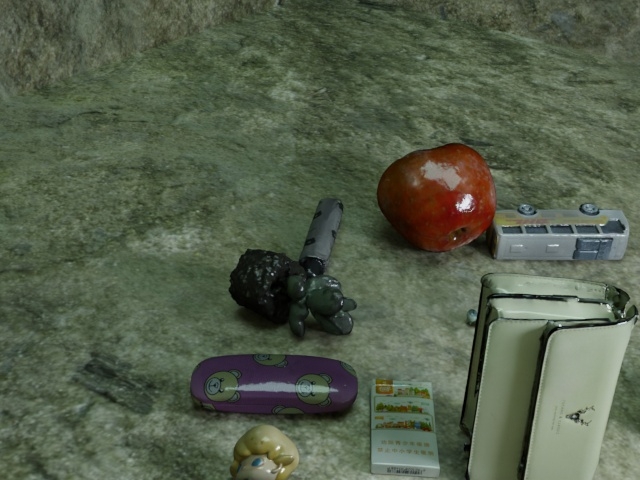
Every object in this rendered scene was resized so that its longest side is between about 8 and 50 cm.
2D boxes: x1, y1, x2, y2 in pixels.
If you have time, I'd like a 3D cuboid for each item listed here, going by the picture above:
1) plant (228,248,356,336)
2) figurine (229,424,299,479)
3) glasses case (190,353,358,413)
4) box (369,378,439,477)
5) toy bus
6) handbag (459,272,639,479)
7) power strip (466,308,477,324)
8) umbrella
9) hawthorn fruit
[{"bbox_3d":[-0.056,0.117,1.811,0.275,0.146,0.149,21,80,24],"label":"plant"},{"bbox_3d":[-0.113,0.398,1.415,0.108,0.114,0.196,31,47,0],"label":"figurine"},{"bbox_3d":[-0.087,0.271,1.629,0.317,0.075,0.123,1,32,-2],"label":"glasses case"},{"bbox_3d":[0.151,0.340,1.579,0.122,0.032,0.220,3,33,2],"label":"box"},{"bbox_3d":[0.585,-0.018,2.116,0.343,0.097,0.138,1,34,-2],"label":"toy bus"},{"bbox_3d":[0.372,0.246,1.439,0.237,0.358,0.160,2,30,0],"label":"handbag"},{"bbox_3d":[0.355,0.176,1.863,0.083,0.035,0.055,18,33,1],"label":"power strip"},{"bbox_3d":[0.000,0.000,2.079,0.073,0.067,0.337,-3,32,14],"label":"umbrella"},{"bbox_3d":[0.288,-0.110,2.093,0.284,0.284,0.284,2,32,-1],"label":"hawthorn fruit"}]
